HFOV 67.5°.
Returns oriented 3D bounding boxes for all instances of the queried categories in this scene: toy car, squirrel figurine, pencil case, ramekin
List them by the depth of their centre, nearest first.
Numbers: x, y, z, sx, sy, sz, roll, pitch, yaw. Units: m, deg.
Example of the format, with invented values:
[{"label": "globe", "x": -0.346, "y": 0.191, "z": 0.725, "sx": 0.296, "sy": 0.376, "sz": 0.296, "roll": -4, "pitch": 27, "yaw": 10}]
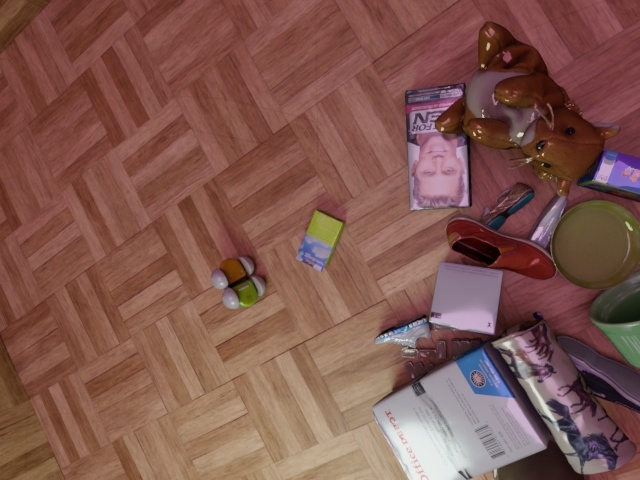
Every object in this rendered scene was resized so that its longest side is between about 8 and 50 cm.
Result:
[{"label": "ramekin", "x": 0.839, "y": 0.180, "z": 1.160, "sx": 0.303, "sy": 0.303, "sz": 0.148, "roll": -33, "pitch": 90, "yaw": 19}, {"label": "squirrel figurine", "x": 0.544, "y": -0.284, "z": 1.164, "sx": 0.370, "sy": 0.396, "sz": 0.281, "roll": 56, "pitch": 128, "yaw": 41}, {"label": "pencil case", "x": 0.621, "y": 0.397, "z": 1.242, "sx": 0.160, "sy": 0.183, "sz": 0.411, "roll": -38, "pitch": 76, "yaw": 26}, {"label": "toy car", "x": -0.293, "y": 0.155, "z": 1.661, "sx": 0.182, "sy": 0.159, "sz": 0.136, "roll": 57, "pitch": 144, "yaw": 7}]

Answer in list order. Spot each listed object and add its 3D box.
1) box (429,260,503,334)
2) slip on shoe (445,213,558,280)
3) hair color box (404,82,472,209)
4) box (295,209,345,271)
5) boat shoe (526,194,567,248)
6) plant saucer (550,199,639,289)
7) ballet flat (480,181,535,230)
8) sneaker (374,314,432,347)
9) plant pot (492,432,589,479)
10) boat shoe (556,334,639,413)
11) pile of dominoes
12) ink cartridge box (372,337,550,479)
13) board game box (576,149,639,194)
[{"label": "box", "x": 0.420, "y": 0.168, "z": 1.378, "sx": 0.180, "sy": 0.119, "sz": 0.182, "roll": 9, "pitch": 81, "yaw": 19}, {"label": "slip on shoe", "x": 0.499, "y": 0.039, "z": 1.332, "sx": 0.331, "sy": 0.101, "sz": 0.123, "roll": 24, "pitch": 139, "yaw": -2}, {"label": "hair color box", "x": 0.347, "y": -0.266, "z": 1.403, "sx": 0.173, "sy": 0.105, "sz": 0.348, "roll": -2, "pitch": 94, "yaw": 21}, {"label": "box", "x": 0.000, "y": 0.000, "z": 1.581, "sx": 0.109, "sy": 0.042, "sz": 0.178, "roll": 26, "pitch": 103, "yaw": 17}, {"label": "boat shoe", "x": 0.642, "y": -0.044, "z": 1.335, "sx": 0.063, "sy": 0.066, "sz": 0.184, "roll": 28, "pitch": 102, "yaw": 6}, {"label": "plant saucer", "x": 0.737, "y": 0.012, "z": 1.292, "sx": 0.240, "sy": 0.037, "sz": 0.241, "roll": 0, "pitch": 94, "yaw": 4}, {"label": "ballet flat", "x": 0.519, "y": -0.087, "z": 1.383, "sx": 0.206, "sy": 0.073, "sz": 0.067, "roll": -43, "pitch": 52, "yaw": 15}, {"label": "sneaker", "x": 0.256, "y": 0.302, "z": 1.485, "sx": 0.190, "sy": 0.071, "sz": 0.083, "roll": -26, "pitch": 88, "yaw": 27}, {"label": "plant pot", "x": 0.604, "y": 0.678, "z": 1.314, "sx": 0.262, "sy": 0.229, "sz": 0.263, "roll": 2, "pitch": 95, "yaw": 21}, {"label": "boat shoe", "x": 0.760, "y": 0.373, "z": 1.282, "sx": 0.302, "sy": 0.114, "sz": 0.091, "roll": 38, "pitch": 134, "yaw": 34}, {"label": "pile of dominoes", "x": 0.372, "y": 0.343, "z": 1.487, "sx": 0.251, "sy": 0.040, "sz": 0.196, "roll": -5, "pitch": 93, "yaw": 28}, {"label": "ink cartridge box", "x": 0.391, "y": 0.503, "z": 1.369, "sx": 0.394, "sy": 0.166, "sz": 0.286, "roll": -37, "pitch": 73, "yaw": 25}, {"label": "board game box", "x": 0.837, "y": -0.126, "z": 1.166, "sx": 0.346, "sy": 0.233, "sz": 0.078, "roll": 20, "pitch": 100, "yaw": 18}]
